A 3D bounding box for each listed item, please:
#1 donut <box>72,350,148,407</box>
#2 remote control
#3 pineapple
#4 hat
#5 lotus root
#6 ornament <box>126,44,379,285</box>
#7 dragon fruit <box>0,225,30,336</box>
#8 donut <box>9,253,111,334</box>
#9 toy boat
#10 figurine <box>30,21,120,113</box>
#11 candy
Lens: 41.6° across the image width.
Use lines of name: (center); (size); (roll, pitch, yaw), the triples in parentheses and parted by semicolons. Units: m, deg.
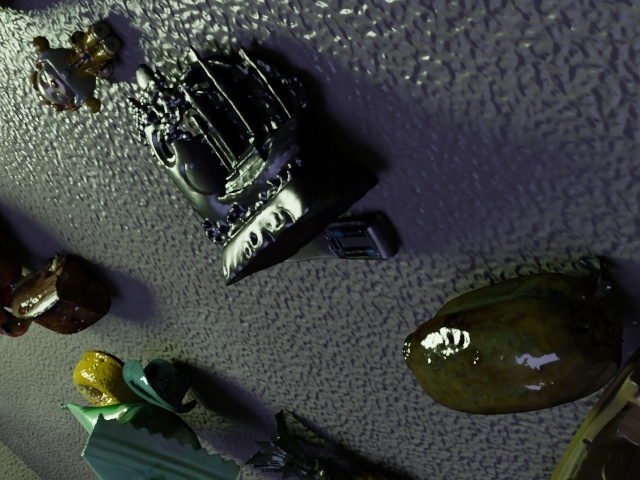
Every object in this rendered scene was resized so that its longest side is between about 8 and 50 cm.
donut: (-0.440, 0.302, 1.730); (0.162, 0.065, 0.178); (49, 145, -14)
remote control: (0.000, 0.000, 0.964); (0.212, 0.028, 0.059); (-4, 128, 47)
pineapple: (0.017, 0.377, 1.324); (0.277, 0.119, 0.130); (26, -172, 24)
hat: (-0.278, 0.253, 1.501); (0.138, 0.078, 0.191); (41, 159, -18)
lotus root: (0.182, 0.104, 0.813); (0.241, 0.124, 0.123); (-25, 92, 54)
ornament: (-0.093, -0.103, 0.886); (0.260, 0.106, 0.251); (57, 140, 3)
dragon fruit: (-0.668, 0.063, 1.536); (0.307, 0.227, 0.243); (37, 152, 1)
donut: (-0.458, 0.108, 1.467); (0.126, 0.144, 0.186); (35, 126, -30)
toy boat: (0.287, 0.253, 0.850); (0.136, 0.162, 0.445); (29, 146, 21)
figurine: (-0.289, -0.207, 0.987); (0.101, 0.068, 0.143); (34, 135, 3)
candy: (-0.329, 0.364, 1.530); (0.263, 0.172, 0.398); (30, 174, -21)
